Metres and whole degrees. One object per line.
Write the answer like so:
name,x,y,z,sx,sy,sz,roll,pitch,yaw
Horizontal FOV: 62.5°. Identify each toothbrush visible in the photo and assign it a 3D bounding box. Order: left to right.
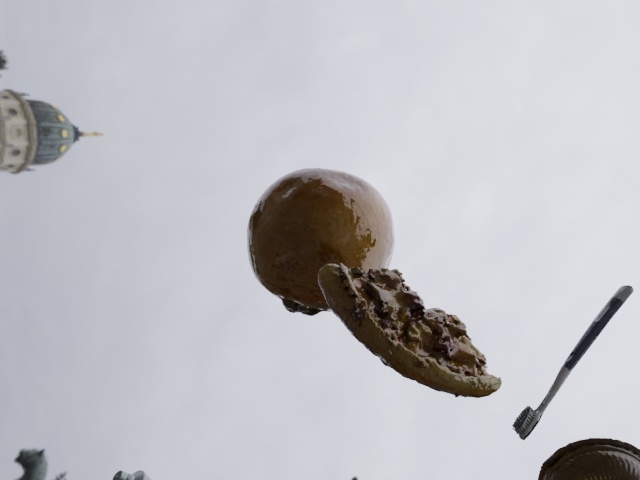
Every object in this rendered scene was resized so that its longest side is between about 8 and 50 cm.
toothbrush,0.369,0.169,0.768,0.026,0.288,0.024,47,-13,-16

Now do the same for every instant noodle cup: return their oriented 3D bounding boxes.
instant noodle cup,0.645,0.588,1.206,0.274,0.090,0.273,2,-71,7

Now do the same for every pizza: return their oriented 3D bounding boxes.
pizza,0.130,0.121,0.773,0.305,0.161,0.085,31,-54,7

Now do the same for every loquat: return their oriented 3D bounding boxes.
loquat,0.000,0.000,1.125,0.329,0.328,0.328,7,-78,34

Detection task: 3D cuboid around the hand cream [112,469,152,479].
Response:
hand cream,-0.354,0.642,1.235,0.124,0.077,0.340,-16,-58,42
